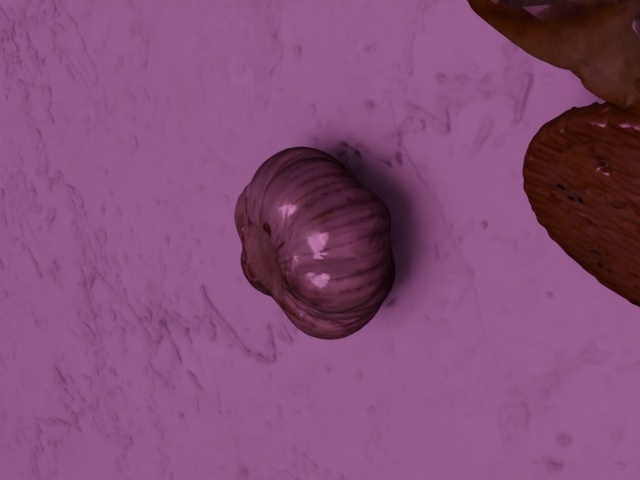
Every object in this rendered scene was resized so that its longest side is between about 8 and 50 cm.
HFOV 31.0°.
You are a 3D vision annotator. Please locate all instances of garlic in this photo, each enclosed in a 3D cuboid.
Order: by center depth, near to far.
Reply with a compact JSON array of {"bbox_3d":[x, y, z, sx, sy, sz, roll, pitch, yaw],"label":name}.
[{"bbox_3d":[0.000,0.000,0.867,0.159,0.102,0.147,-7,105,67],"label":"garlic"}]

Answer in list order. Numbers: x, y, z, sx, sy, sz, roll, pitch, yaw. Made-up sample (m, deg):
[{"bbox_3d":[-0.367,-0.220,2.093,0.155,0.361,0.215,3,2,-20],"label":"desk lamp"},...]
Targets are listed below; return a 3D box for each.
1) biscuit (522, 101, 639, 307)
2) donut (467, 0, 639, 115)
[{"bbox_3d":[0.205,-0.011,0.675,0.188,0.027,0.188,31,156,15],"label":"biscuit"},{"bbox_3d":[0.192,-0.236,0.542,0.360,0.170,0.360,15,119,30],"label":"donut"}]
